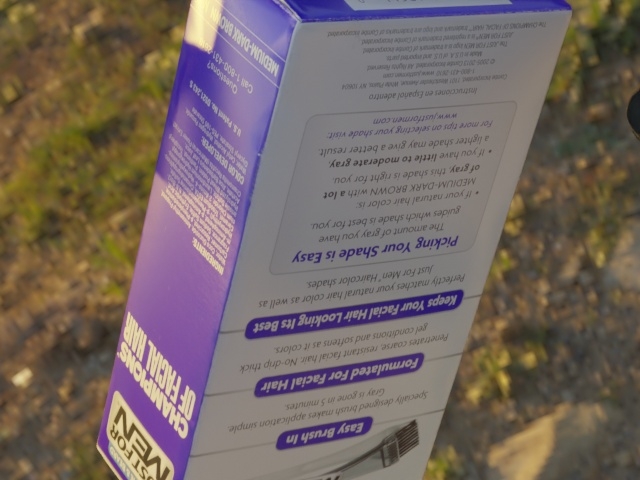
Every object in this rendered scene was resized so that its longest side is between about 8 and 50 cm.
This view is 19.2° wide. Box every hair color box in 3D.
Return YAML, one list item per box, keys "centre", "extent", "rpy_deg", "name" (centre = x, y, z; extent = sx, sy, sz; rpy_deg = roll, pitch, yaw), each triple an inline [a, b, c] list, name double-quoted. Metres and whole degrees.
- centre: [0.000, 0.000, 1.075]
  extent: [0.185, 0.339, 0.110]
  rpy_deg: [-6, 34, -34]
  name: "hair color box"

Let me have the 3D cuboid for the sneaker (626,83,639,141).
- centre: [0.210, -0.161, 0.834]
  extent: [0.130, 0.286, 0.109]
  rpy_deg: [36, 33, 3]
  name: "sneaker"
